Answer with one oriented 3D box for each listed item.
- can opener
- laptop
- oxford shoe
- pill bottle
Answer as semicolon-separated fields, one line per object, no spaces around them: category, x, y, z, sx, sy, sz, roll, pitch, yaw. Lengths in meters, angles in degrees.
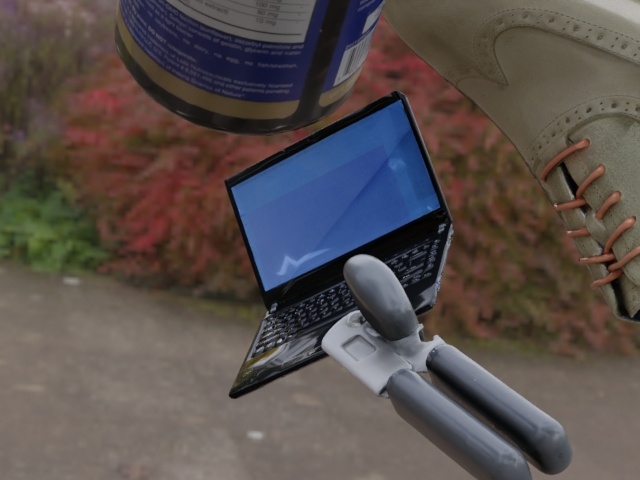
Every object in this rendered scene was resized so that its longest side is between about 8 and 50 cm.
can opener;0.083;0.103;1.173;0.074;0.093;0.280;-33;36;-14
laptop;0.000;0.000;1.524;0.234;0.136;0.264;-27;19;24
oxford shoe;0.187;-0.042;0.879;0.397;0.146;0.140;34;-26;2
pill bottle;-0.017;-0.159;0.656;0.123;0.219;0.123;9;48;-10
